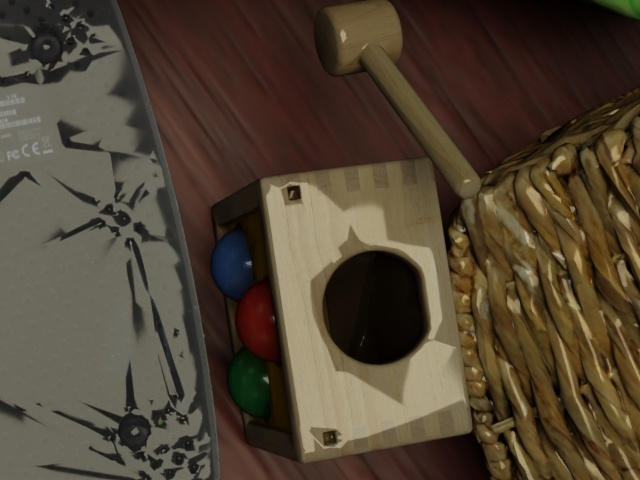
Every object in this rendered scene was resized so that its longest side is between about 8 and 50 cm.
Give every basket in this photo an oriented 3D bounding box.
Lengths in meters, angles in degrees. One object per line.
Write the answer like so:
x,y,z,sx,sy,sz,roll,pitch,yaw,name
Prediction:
0.202,0.069,0.730,0.213,0.223,0.299,-26,93,18,basket

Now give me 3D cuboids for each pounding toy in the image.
0.001,-0.006,0.636,0.094,0.181,0.206,-8,88,-15,pounding toy

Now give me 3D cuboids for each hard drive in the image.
-0.153,0.009,0.661,0.172,0.054,0.255,-13,89,-15,hard drive

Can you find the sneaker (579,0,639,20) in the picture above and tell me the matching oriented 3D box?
0.023,-0.214,0.659,0.482,0.202,0.185,5,99,-32,sneaker
